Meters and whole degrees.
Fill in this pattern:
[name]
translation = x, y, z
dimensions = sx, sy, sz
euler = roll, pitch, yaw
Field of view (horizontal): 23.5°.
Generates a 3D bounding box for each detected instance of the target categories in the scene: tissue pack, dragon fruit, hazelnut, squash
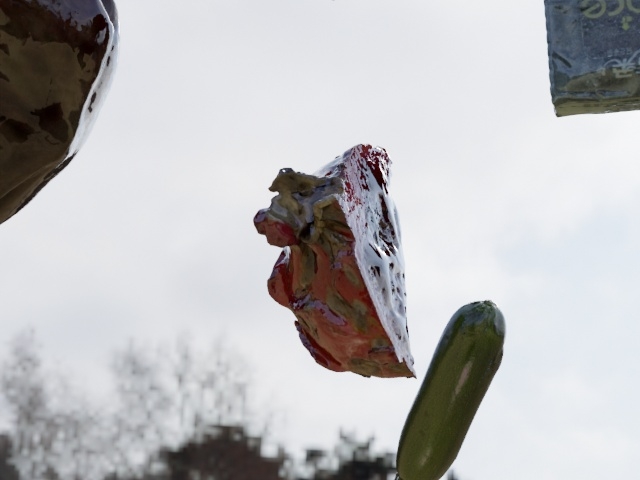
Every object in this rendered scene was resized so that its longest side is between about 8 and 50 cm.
[tissue pack]
translation = 0.424, -0.335, 2.147
dimensions = 0.227, 0.316, 0.103
euler = -5, -13, 11
[dragon fruit]
translation = 0.000, 0.000, 1.560
dimensions = 0.134, 0.262, 0.211
euler = -12, -32, 14
[hazelnut]
translation = -0.456, -0.224, 1.847
dimensions = 0.402, 0.429, 0.402
euler = 40, 2, -2
[squash]
translation = 0.152, 0.215, 1.927
dimensions = 0.087, 0.087, 0.332
euler = 9, -59, -20
